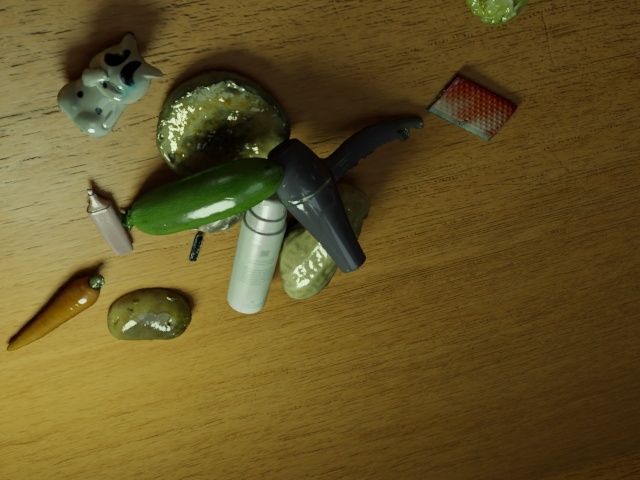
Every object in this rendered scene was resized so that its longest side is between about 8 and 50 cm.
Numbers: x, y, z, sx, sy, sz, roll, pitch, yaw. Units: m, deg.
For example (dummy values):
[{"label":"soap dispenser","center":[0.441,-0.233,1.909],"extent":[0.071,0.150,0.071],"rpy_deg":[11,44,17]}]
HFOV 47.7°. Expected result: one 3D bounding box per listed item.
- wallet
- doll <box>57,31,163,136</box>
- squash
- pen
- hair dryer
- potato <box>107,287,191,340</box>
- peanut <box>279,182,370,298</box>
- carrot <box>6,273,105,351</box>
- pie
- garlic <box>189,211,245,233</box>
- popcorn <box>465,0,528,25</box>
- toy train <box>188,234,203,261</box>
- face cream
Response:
[{"label":"wallet","center":[0.333,-0.287,1.575],"extent":[0.196,0.020,0.103],"rpy_deg":[17,125,-33]},{"label":"doll","center":[-0.376,-0.266,1.273],"extent":[0.181,0.107,0.110],"rpy_deg":[-38,98,24]},{"label":"squash","center":[-0.247,-0.080,1.441],"extent":[0.395,0.107,0.107],"rpy_deg":[-14,142,28]},{"label":"pen","center":[-0.450,-0.040,1.526],"extent":[0.053,0.032,0.197],"rpy_deg":[-16,139,-3]},{"label":"hair dryer","center":[0.089,-0.140,1.510],"extent":[0.361,0.121,0.301],"rpy_deg":[-39,113,-14]},{"label":"potato","center":[-0.409,0.198,1.742],"extent":[0.200,0.081,0.164],"rpy_deg":[-4,135,-14]},{"label":"peanut","center":[0.000,0.000,1.651],"extent":[0.152,0.152,0.313],"rpy_deg":[15,127,-31]},{"label":"carrot","center":[-0.608,0.174,1.658],"extent":[0.336,0.069,0.069],"rpy_deg":[-37,134,20]},{"label":"pie","center":[-0.190,-0.213,1.432],"extent":[0.274,0.055,0.274],"rpy_deg":[-10,135,-10]},{"label":"garlic","center":[-0.212,-0.062,1.572],"extent":[0.084,0.066,0.152],"rpy_deg":[30,130,-12]},{"label":"popcorn","center":[0.333,-0.462,1.324],"extent":[0.141,0.162,0.135],"rpy_deg":[-14,114,-62]},{"label":"toy train","center":[-0.283,0.014,1.649],"extent":[0.017,0.017,0.083],"rpy_deg":[2,133,-25]},{"label":"face cream","center":[-0.142,0.019,1.647],"extent":[0.102,0.102,0.345],"rpy_deg":[0,133,-20]}]
